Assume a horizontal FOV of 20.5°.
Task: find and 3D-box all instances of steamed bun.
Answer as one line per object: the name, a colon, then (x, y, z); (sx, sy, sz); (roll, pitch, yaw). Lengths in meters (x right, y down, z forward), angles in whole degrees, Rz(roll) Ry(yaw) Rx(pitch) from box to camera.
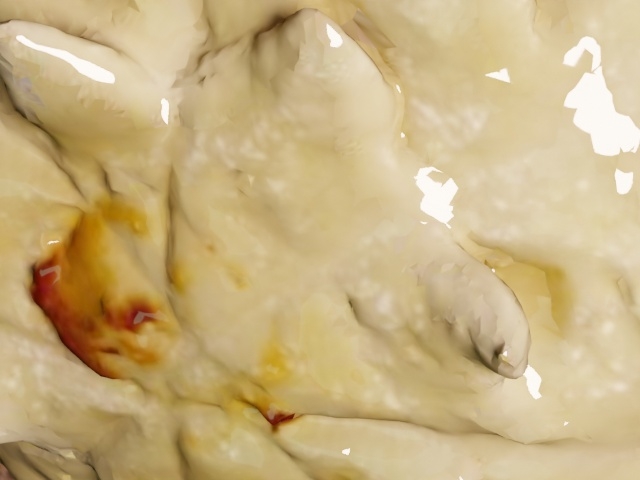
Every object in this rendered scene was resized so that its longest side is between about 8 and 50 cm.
steamed bun: (0.000, 0.000, 0.406); (0.292, 0.137, 0.295); (-19, 113, 32)
